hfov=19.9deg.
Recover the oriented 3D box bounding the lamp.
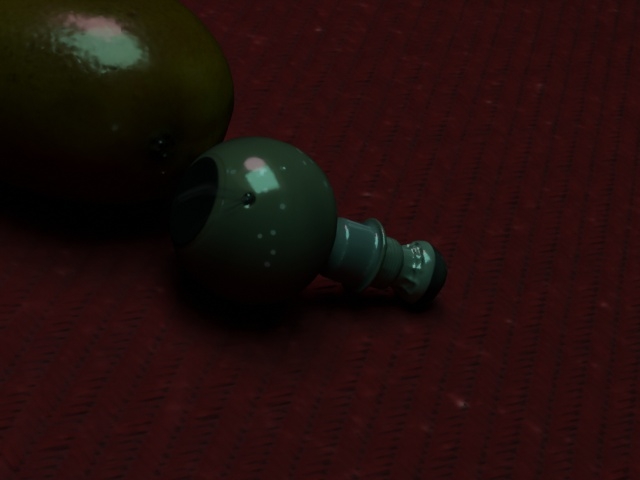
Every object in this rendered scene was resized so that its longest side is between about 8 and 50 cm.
[{"bbox_3d":[0.000,0.000,0.992,0.163,0.091,0.091,16,28,-29],"label":"lamp"}]

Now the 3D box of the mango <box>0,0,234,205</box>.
[{"bbox_3d":[-0.156,-0.093,1.027,0.221,0.120,0.151,17,27,15],"label":"mango"}]
